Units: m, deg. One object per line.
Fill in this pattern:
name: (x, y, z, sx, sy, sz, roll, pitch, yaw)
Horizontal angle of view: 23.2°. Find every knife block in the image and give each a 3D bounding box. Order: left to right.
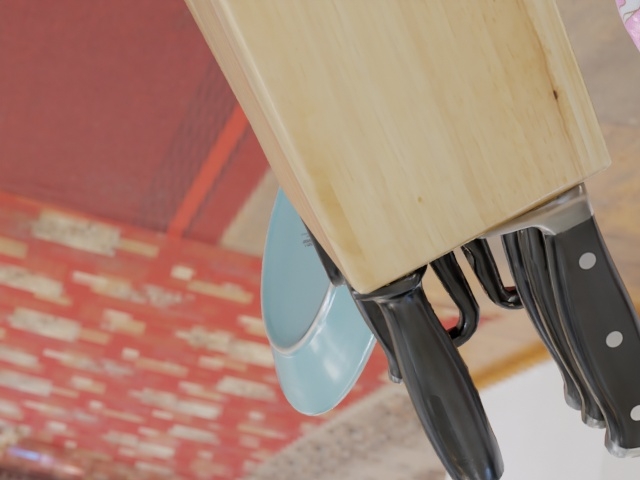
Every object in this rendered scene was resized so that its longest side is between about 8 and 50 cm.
knife block: (0.026, -0.047, 0.461, 0.088, 0.242, 0.276, -28, 162, -5)

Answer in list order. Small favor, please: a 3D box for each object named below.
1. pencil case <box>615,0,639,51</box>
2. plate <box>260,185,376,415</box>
pencil case: (0.349, -0.202, 0.923, 0.160, 0.167, 0.386, -19, 180, -33)
plate: (0.000, 0.000, 0.840, 0.024, 0.188, 0.188, 11, 164, -19)
